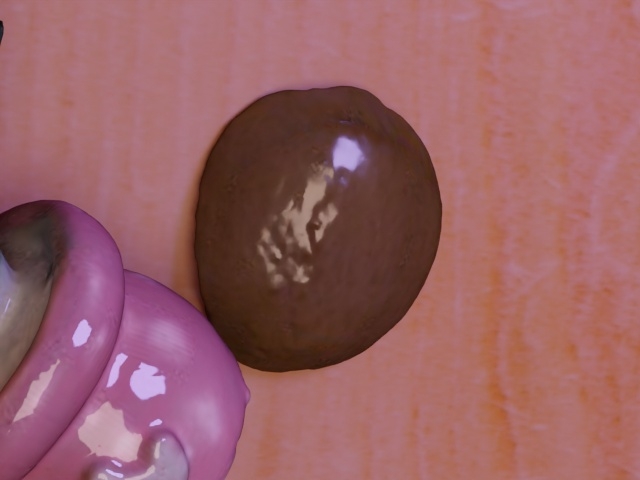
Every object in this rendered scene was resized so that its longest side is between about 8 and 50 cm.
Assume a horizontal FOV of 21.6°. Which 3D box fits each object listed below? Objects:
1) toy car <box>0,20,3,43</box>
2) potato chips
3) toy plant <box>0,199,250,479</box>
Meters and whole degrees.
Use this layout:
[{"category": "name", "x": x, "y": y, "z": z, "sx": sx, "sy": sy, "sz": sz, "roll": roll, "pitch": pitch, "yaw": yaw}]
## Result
[{"category": "toy car", "x": -0.304, "y": -0.207, "z": 0.980, "sx": 0.136, "sy": 0.125, "sz": 0.306, "roll": -24, "pitch": 132, "yaw": 3}, {"category": "potato chips", "x": 0.001, "y": -0.001, "z": 1.170, "sx": 0.195, "sy": 0.062, "sz": 0.208, "roll": 40, "pitch": 87, "yaw": -25}, {"category": "toy plant", "x": -0.203, "y": 0.036, "z": 1.013, "sx": 0.356, "sy": 0.210, "sz": 0.317, "roll": 40, "pitch": 94, "yaw": -29}]
